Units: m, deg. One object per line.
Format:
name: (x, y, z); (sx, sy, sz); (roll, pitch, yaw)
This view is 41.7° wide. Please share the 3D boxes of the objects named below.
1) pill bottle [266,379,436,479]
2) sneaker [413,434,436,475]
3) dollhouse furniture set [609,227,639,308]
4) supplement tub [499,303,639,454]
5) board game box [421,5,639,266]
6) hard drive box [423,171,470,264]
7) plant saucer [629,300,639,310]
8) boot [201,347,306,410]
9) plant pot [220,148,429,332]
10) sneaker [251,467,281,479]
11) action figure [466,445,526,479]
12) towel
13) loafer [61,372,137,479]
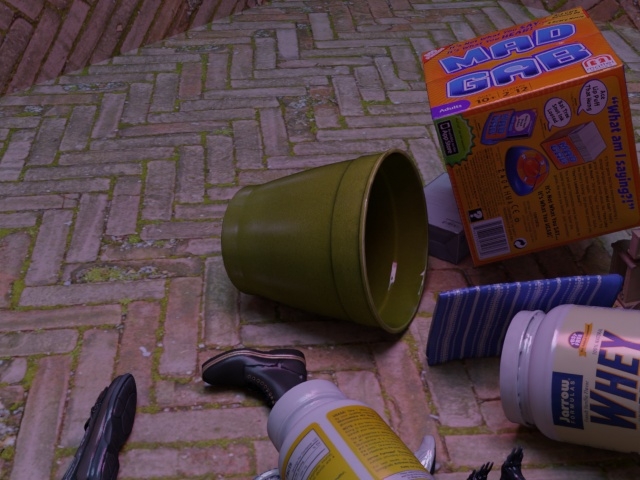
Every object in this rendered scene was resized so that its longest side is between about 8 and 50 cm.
pill bottle: (0.053, 0.365, 1.279); (0.188, 0.187, 0.334); (-18, 37, -23)
sneaker: (0.156, 0.375, 1.381); (0.061, 0.053, 0.152); (5, 34, 16)
dollhouse furniture set: (0.698, 0.030, 1.757); (0.161, 0.181, 0.101); (-8, 33, -8)
supplement tub: (0.485, 0.228, 1.392); (0.325, 0.235, 0.235); (3, 31, 32)
board game box: (0.436, -0.222, 1.765); (0.357, 0.356, 0.356); (-14, 30, 12)
hard drive box: (0.309, -0.058, 2.005); (0.181, 0.089, 0.232); (22, 41, 33)
plant saucer: (0.723, 0.186, 1.583); (0.311, 0.050, 0.310); (-14, 27, 8)
boot: (-0.117, 0.269, 1.550); (0.198, 0.076, 0.137); (-8, 38, -6)
plant pot: (0.000, 0.000, 1.746); (0.353, 0.366, 0.366); (0, 31, 26)
sneaker: (-0.098, 0.413, 1.350); (0.135, 0.052, 0.058); (-16, 55, -30)
action figure: (0.334, 0.419, 1.225); (0.164, 0.140, 0.276); (-7, 30, -29)
towel: (0.370, 0.151, 1.555); (0.336, 0.243, 0.040); (-6, 53, -5)
loafer: (-0.384, 0.332, 1.452); (0.084, 0.096, 0.267); (-6, 35, 6)
